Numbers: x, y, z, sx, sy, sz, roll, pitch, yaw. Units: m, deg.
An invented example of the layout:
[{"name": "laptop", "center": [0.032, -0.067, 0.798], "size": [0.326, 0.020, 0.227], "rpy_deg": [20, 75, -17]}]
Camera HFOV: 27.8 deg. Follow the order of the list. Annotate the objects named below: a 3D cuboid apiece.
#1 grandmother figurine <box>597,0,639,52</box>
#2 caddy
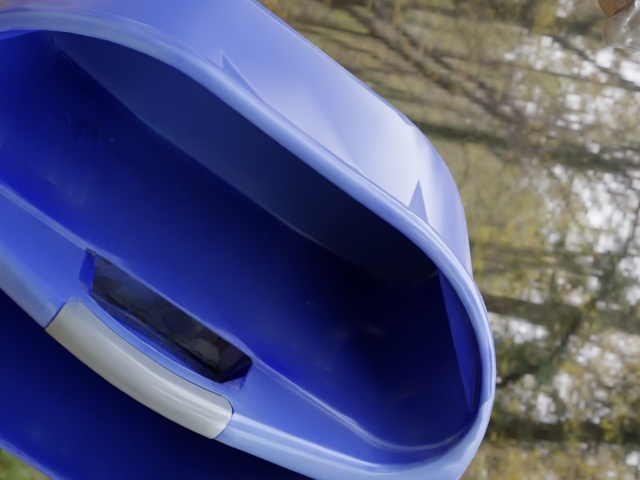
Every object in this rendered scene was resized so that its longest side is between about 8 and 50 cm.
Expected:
[{"name": "grandmother figurine", "center": [0.204, -0.300, 1.171], "size": [0.104, 0.342, 0.208], "rpy_deg": [-47, 177, 9]}, {"name": "caddy", "center": [-0.073, 0.018, 0.638], "size": [0.241, 0.341, 0.179], "rpy_deg": [-47, -163, 28]}]
